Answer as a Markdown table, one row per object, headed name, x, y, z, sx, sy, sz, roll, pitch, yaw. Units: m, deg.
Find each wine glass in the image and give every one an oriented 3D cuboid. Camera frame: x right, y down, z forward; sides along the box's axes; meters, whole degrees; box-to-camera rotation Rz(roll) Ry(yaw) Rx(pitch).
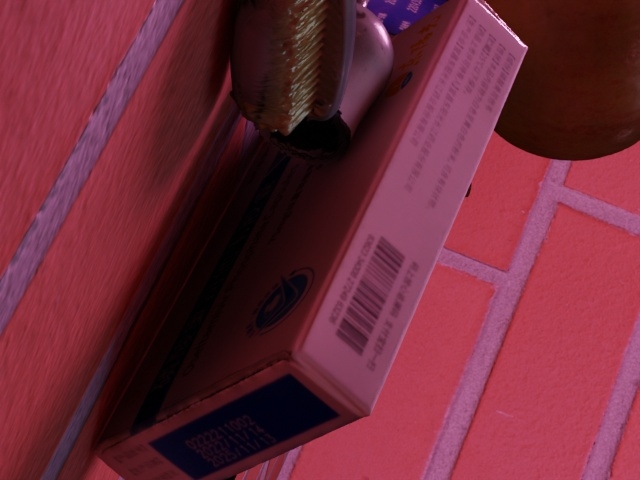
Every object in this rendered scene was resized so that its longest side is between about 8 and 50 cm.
| name | x | y | z | sx | sy | sz | roll | pitch | yaw |
| --- | --- | --- | --- | --- | --- | --- | --- | --- | --- |
| wine glass | 0.020 | -0.142 | 1.153 | 0.079 | 0.079 | 0.195 | 106 | 7 | -56 |

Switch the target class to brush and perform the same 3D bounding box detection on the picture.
| name | x | y | z | sx | sy | sz | roll | pitch | yaw |
| --- | --- | --- | --- | --- | --- | --- | --- | --- | --- |
| brush | -0.017 | -0.142 | 0.914 | 0.060 | 0.068 | 0.297 | -41 | 159 | -27 |

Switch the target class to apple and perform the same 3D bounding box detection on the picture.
| name | x | y | z | sx | sy | sz | roll | pitch | yaw |
| --- | --- | --- | --- | --- | --- | --- | --- | --- | --- |
| apple | 0.235 | -0.194 | 1.682 | 0.261 | 0.194 | 0.260 | -5 | 90 | -89 |

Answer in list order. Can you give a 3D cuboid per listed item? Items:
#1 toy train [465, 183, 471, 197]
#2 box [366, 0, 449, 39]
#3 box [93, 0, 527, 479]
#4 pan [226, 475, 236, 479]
| name | x | y | z | sx | sy | sz | roll | pitch | yaw |
| --- | --- | --- | --- | --- | --- | --- | --- | --- | --- |
| toy train | 0.100 | -0.134 | 1.740 | 0.136 | 0.091 | 0.227 | 100 | -9 | -56 |
| box | 0.039 | -0.067 | 1.577 | 0.200 | 0.106 | 0.299 | -62 | 175 | -66 |
| box | 0.000 | 0.000 | 1.143 | 0.200 | 0.065 | 0.343 | -29 | -155 | 43 |
| pan | -0.095 | 0.229 | 1.852 | 0.212 | 0.040 | 0.115 | -61 | 177 | 18 |
